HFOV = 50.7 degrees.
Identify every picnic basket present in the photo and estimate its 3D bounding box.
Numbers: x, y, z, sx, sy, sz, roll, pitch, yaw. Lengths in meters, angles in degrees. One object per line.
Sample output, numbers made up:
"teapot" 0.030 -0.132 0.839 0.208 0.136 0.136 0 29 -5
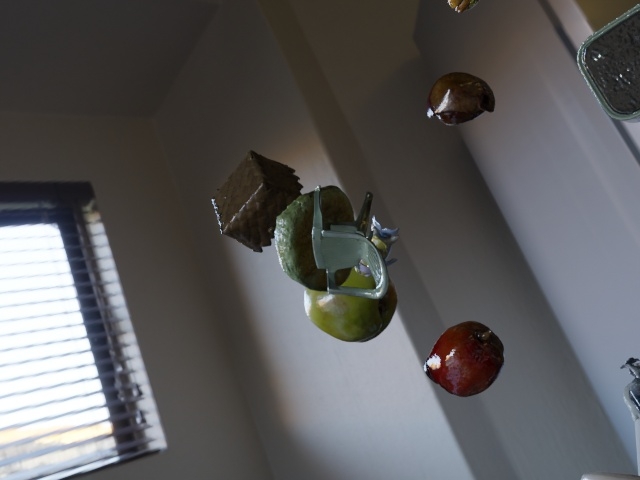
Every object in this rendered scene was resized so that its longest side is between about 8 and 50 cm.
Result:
"picnic basket" -0.167 -0.111 2.282 0.321 0.254 0.291 27 -64 -35

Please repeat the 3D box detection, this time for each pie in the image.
"pie" 0.000 0.000 1.924 0.070 0.323 0.323 1 3 44

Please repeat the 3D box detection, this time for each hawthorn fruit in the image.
"hawthorn fruit" 0.424 0.325 1.925 0.215 0.215 0.250 -10 -44 -34

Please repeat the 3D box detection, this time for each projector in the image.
"projector" 0.856 -0.464 1.803 0.248 0.248 0.249 -32 -9 30

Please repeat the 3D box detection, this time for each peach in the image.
"peach" 0.100 0.209 2.372 0.281 0.315 0.314 -6 -66 -63

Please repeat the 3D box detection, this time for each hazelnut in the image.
"hazelnut" 0.428 -0.422 2.049 0.170 0.201 0.160 -52 -22 -45

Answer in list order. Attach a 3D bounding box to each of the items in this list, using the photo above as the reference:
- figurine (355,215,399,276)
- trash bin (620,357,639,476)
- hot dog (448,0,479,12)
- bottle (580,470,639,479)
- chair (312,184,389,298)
"figurine" 0.177 0.029 2.175 0.184 0.128 0.208 -33 -35 -51
"trash bin" 0.797 0.438 1.442 0.256 0.296 0.368 -18 -51 1
"hot dog" 0.432 -0.720 1.797 0.100 0.068 0.249 6 -45 -30
"bottle" 0.475 0.488 1.043 0.147 0.236 0.147 10 -19 3
"chair" 0.075 0.010 1.703 0.190 0.275 0.203 -1 -50 6
